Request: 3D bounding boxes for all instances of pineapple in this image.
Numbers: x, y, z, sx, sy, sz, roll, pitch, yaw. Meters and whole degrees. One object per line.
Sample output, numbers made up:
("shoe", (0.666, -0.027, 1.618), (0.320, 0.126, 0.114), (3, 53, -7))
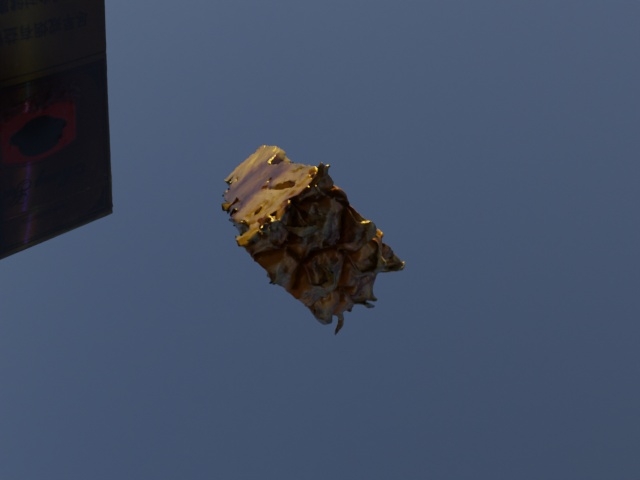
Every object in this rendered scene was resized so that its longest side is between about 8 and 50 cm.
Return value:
("pineapple", (-0.001, 0.001, 0.751), (0.079, 0.233, 0.135), (-38, -77, 1))

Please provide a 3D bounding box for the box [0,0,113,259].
("box", (-0.242, -0.112, 0.811), (0.071, 0.159, 0.240), (22, -58, 30))
